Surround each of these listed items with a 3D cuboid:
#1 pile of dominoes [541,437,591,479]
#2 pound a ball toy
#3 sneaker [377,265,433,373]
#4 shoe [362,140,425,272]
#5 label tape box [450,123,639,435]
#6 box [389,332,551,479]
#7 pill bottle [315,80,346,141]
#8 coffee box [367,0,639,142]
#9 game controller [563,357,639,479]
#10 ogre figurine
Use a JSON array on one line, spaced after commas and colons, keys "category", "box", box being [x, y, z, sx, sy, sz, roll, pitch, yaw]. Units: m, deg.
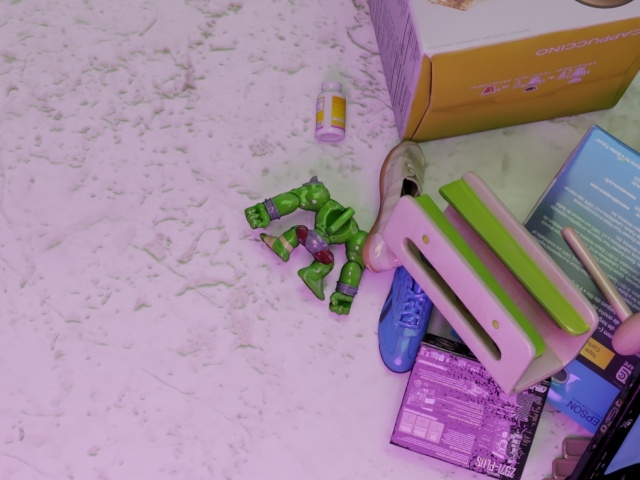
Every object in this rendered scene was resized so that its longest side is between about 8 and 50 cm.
[{"category": "pile of dominoes", "box": [0.369, 0.398, 1.606, 0.196, 0.040, 0.251, 29, 67, 7]}, {"category": "pound a ball toy", "box": [0.253, 0.063, 1.540, 0.208, 0.136, 0.319, -21, 61, -32]}, {"category": "sneaker", "box": [0.127, 0.079, 1.654, 0.069, 0.082, 0.209, 15, 76, 1]}, {"category": "shoe", "box": [0.117, -0.050, 1.673, 0.076, 0.058, 0.219, 41, 53, -35]}, {"category": "label tape box", "box": [0.378, 0.053, 1.641, 0.249, 0.115, 0.348, 35, 97, 8]}, {"category": "box", "box": [0.200, 0.222, 1.585, 0.180, 0.077, 0.147, 16, 98, 8]}, {"category": "pill bottle", "box": [0.015, -0.190, 1.744, 0.043, 0.043, 0.083, 3, 75, -1]}, {"category": "coffee box", "box": [0.250, -0.362, 1.645, 0.337, 0.338, 0.334, -11, 75, -4]}, {"category": "game controller", "box": [0.414, 0.212, 1.502, 0.067, 0.166, 0.319, 37, 118, 28]}, {"category": "ogre figurine", "box": [0.000, 0.000, 1.665, 0.118, 0.097, 0.197, -43, 76, -5]}]
